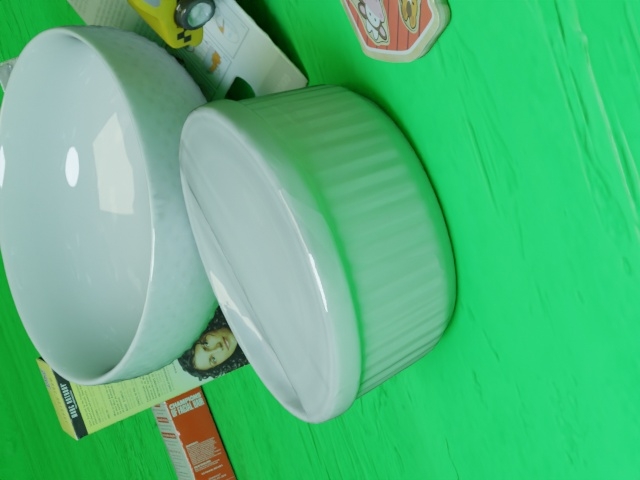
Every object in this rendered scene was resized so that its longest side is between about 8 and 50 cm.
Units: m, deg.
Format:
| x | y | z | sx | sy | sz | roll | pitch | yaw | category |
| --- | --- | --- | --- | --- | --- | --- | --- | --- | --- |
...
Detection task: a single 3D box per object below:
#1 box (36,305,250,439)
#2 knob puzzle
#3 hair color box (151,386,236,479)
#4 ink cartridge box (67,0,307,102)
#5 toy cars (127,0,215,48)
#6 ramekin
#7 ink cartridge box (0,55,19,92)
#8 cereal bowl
| x | y | z | sx | sy | sz | roll | pitch | yaw | category |
| --- | --- | --- | --- | --- | --- | --- | --- | --- | --- |
| -0.162 | 0.114 | 1.801 | 0.058 | 0.232 | 0.087 | 17 | 128 | 66 | box |
| 0.031 | -0.206 | 1.269 | 0.213 | 0.030 | 0.213 | 52 | 155 | 37 | knob puzzle |
| -0.162 | 0.239 | 2.202 | 0.167 | 0.053 | 0.093 | 68 | 162 | -3 | hair color box |
| -0.145 | -0.256 | 1.654 | 0.385 | 0.091 | 0.308 | 49 | 158 | 4 | ink cartridge box |
| -0.104 | -0.245 | 1.356 | 0.176 | 0.087 | 0.394 | 64 | 155 | -6 | toy cars |
| 0.000 | 0.000 | 1.419 | 0.273 | 0.127 | 0.273 | 52 | 154 | 38 | ramekin |
| -0.278 | -0.171 | 1.946 | 0.090 | 0.143 | 0.092 | 4 | 113 | 69 | ink cartridge box |
| -0.178 | -0.035 | 1.671 | 0.339 | 0.141 | 0.339 | 11 | 104 | 57 | cereal bowl |
